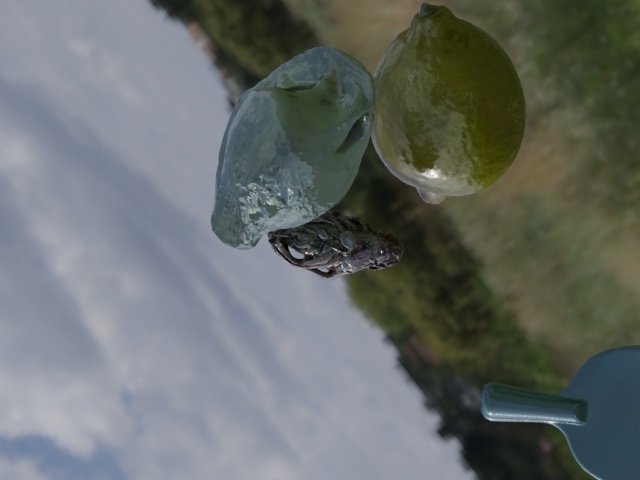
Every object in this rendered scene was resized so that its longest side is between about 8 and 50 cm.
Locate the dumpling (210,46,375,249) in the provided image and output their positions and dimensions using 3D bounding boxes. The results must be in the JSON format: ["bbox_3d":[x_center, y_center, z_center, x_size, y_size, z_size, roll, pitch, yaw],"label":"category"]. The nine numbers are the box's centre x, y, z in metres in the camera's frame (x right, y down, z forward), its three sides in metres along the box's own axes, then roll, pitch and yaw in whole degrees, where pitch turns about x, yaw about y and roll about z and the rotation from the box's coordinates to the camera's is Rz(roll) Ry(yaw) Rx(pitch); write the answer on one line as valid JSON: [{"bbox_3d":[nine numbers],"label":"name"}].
[{"bbox_3d":[-0.040,-0.089,1.723,0.153,0.219,0.108,51,-158,17],"label":"dumpling"}]

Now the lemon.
[{"bbox_3d":[0.147,-0.158,2.215,0.184,0.184,0.248,-118,22,-59],"label":"lemon"}]

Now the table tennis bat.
[{"bbox_3d":[0.287,0.181,1.998,0.040,0.244,0.153,-8,-77,-72],"label":"table tennis bat"}]

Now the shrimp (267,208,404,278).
[{"bbox_3d":[0.000,-0.001,2.154,0.190,0.075,0.073,16,167,-4],"label":"shrimp"}]
